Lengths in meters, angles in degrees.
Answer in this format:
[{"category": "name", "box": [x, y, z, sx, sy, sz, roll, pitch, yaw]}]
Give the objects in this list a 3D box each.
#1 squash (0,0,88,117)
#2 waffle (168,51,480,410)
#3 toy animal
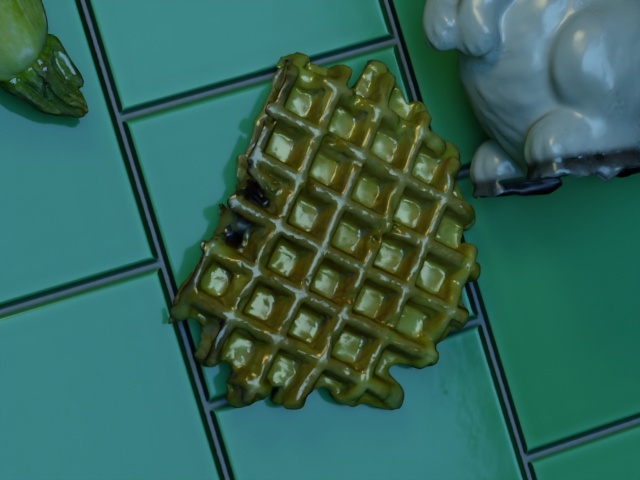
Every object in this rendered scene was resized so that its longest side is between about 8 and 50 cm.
[{"category": "squash", "box": [-0.287, -0.207, 1.534, 0.137, 0.137, 0.287, -30, 95, -13]}, {"category": "waffle", "box": [0.001, 0.000, 1.615, 0.283, 0.065, 0.309, -20, 90, -13]}, {"category": "toy animal", "box": [0.193, -0.217, 1.608, 0.257, 0.194, 0.357, -7, 86, -29]}]
